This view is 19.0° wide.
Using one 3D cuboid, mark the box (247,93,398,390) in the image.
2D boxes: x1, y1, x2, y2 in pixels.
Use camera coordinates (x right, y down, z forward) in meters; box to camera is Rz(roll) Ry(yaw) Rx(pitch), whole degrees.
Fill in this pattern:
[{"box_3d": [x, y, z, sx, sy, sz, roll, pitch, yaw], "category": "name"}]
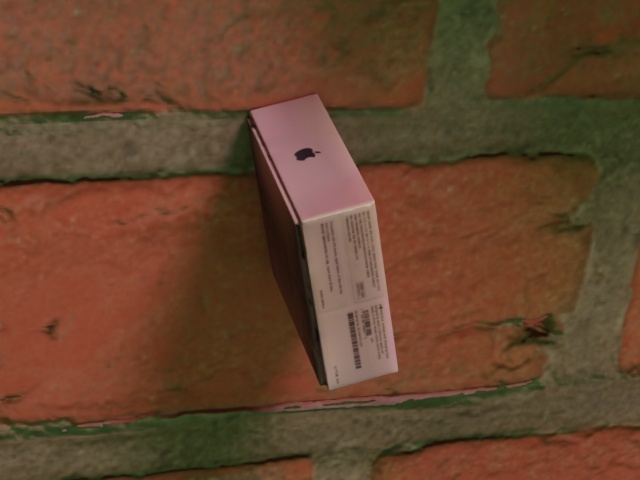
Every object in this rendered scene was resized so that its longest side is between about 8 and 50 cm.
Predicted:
[{"box_3d": [0.000, 0.000, 1.175, 0.051, 0.129, 0.130, -14, 126, -8], "category": "box"}]
